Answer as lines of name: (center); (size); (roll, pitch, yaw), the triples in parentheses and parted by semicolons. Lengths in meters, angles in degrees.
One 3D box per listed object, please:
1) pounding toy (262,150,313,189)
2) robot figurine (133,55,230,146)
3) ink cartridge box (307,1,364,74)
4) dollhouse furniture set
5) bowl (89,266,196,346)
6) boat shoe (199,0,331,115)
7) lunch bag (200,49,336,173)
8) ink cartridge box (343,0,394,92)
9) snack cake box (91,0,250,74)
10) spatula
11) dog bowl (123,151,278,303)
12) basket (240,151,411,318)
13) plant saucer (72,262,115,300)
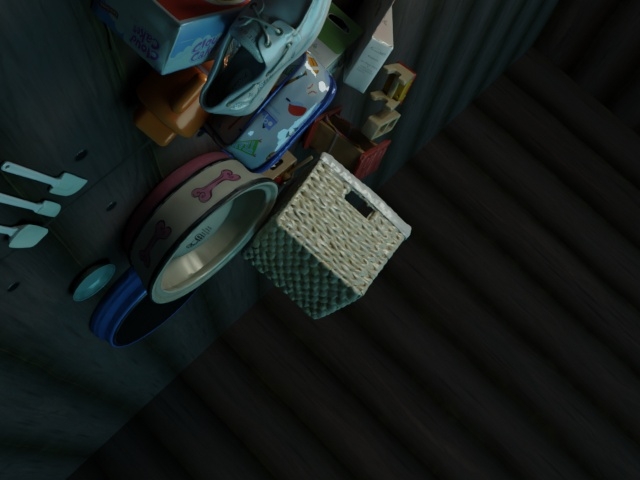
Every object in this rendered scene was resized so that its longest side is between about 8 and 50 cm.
pounding toy: (-0.111, -0.194, 2.031); (0.141, 0.100, 0.130); (-41, 169, -22)
robot figurine: (-0.227, -0.266, 1.255); (0.219, 0.128, 0.158); (-46, 165, 7)
ink cartridge box: (-0.015, -0.405, 1.588); (0.209, 0.109, 0.062); (-45, 170, -6)
dollhouse furniture set: (0.119, -0.365, 2.054); (0.152, 0.201, 0.374); (-33, 157, -48)
bowl: (-0.459, 0.146, 2.039); (0.391, 0.077, 0.391); (-44, 169, -11)
boat shoe: (-0.080, -0.279, 1.014); (0.277, 0.098, 0.096); (-54, 167, 30)
lunch bag: (-0.117, -0.262, 1.330); (0.115, 0.303, 0.243); (36, 99, -35)
ink cartridge box: (0.133, -0.492, 1.612); (0.239, 0.060, 0.275); (-53, -160, 36)
snack cake box: (-0.176, -0.347, 1.071); (0.264, 0.152, 0.089); (-34, 164, -47)
spatula: (-0.507, -0.058, 1.246); (0.168, 0.019, 0.242); (-46, 170, 4)
dog bowl: (-0.297, -0.042, 1.762); (0.408, 0.150, 0.408); (-44, 170, -10)
basket: (0.000, 0.000, 2.006); (0.266, 0.328, 0.331); (-53, -171, -28)
plant saucer: (-0.531, 0.092, 1.702); (0.119, 0.021, 0.119); (-44, 170, -10)
